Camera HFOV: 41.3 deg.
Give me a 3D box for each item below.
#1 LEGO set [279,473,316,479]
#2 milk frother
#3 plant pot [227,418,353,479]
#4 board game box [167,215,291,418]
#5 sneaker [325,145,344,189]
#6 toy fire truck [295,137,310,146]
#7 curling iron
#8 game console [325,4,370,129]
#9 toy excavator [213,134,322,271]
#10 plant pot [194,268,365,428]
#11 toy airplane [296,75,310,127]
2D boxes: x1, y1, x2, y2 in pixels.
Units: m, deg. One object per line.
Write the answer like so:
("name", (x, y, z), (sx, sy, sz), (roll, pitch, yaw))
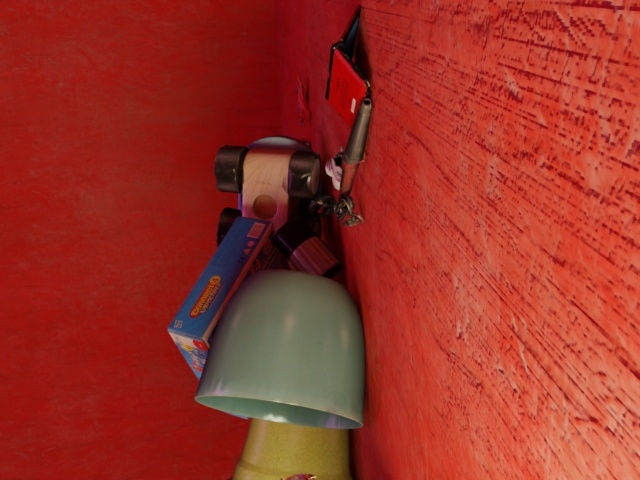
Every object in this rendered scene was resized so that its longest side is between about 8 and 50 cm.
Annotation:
("LEGO set", (-0.023, 0.475, 1.208), (0.132, 0.107, 0.287), (19, -123, -85))
("milk frother", (0.000, 0.000, 1.728), (0.134, 0.129, 0.143), (49, 130, 15))
("plant pot", (-0.043, 0.397, 1.764), (0.276, 0.276, 0.253), (131, 146, -83))
("board game box", (-0.162, 0.163, 1.788), (0.308, 0.086, 0.302), (-61, -31, -33))
("sneaker", (0.034, -0.142, 1.533), (0.098, 0.038, 0.069), (-118, 24, -53))
("toy fire truck", (-0.087, -0.180, 2.252), (0.047, 0.135, 0.192), (98, 167, -66))
("curling iron", (0.057, -0.117, 1.319), (0.068, 0.035, 0.274), (57, 155, 31))
("game console", (0.057, -0.255, 1.281), (0.124, 0.085, 0.144), (53, 165, 16))
("toy excavator", (-0.077, -0.049, 2.055), (0.445, 0.222, 0.432), (-47, -40, -70))
("plant pot", (-0.055, 0.187, 1.488), (0.293, 0.293, 0.235), (101, 177, -71))
("toy airplane", (-0.045, -0.361, 2.240), (0.151, 0.028, 0.151), (175, 90, -86))
